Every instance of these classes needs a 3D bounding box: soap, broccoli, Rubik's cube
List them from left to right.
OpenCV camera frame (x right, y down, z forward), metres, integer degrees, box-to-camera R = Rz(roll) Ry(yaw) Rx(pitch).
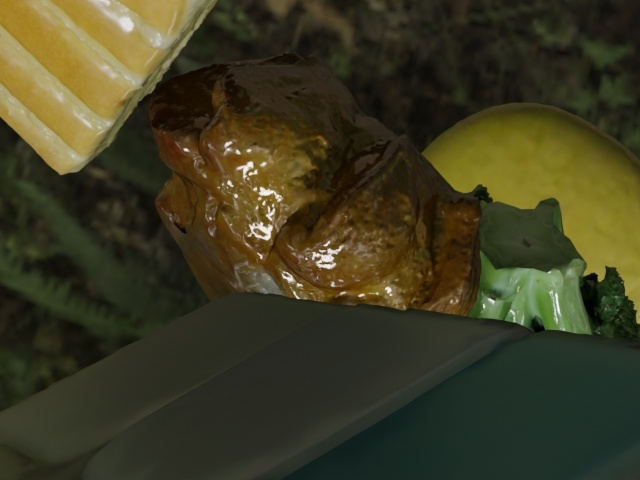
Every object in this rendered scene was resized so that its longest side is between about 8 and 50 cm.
[{"bbox_3d":[-0.037,0.240,0.535,0.346,0.347,0.344,7,121,67],"label":"Rubik's cube"},{"bbox_3d":[0.119,0.076,1.521,0.308,0.308,0.275,13,134,2],"label":"broccoli"},{"bbox_3d":[0.172,0.068,1.996,0.306,0.115,0.427,39,104,11],"label":"soap"}]

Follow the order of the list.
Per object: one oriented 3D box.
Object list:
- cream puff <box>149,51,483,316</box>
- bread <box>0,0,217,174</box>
[{"bbox_3d":[0.000,0.000,1.289,0.241,0.155,0.269,38,165,29],"label":"cream puff"},{"bbox_3d":[-0.164,-0.192,1.093,0.246,0.111,0.239,44,148,-2],"label":"bread"}]
